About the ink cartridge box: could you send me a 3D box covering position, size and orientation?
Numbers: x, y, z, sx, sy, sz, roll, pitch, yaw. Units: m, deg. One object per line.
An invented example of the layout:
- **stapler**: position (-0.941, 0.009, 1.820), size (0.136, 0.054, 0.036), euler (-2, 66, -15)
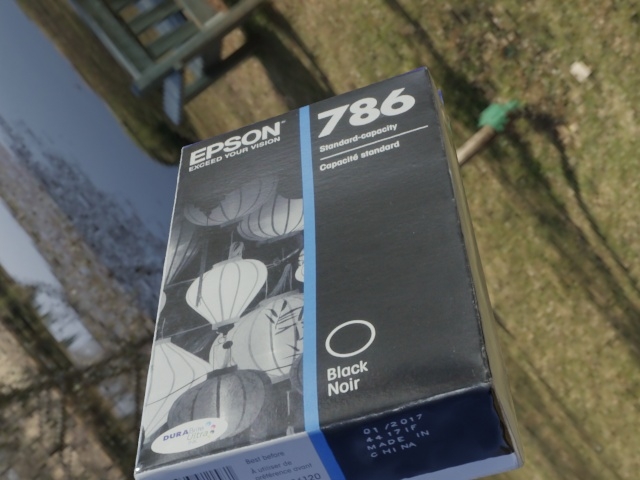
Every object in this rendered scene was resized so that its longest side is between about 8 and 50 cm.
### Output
- **ink cartridge box**: position (0.000, 0.000, 0.592), size (0.332, 0.166, 0.065), euler (-93, -18, -54)
